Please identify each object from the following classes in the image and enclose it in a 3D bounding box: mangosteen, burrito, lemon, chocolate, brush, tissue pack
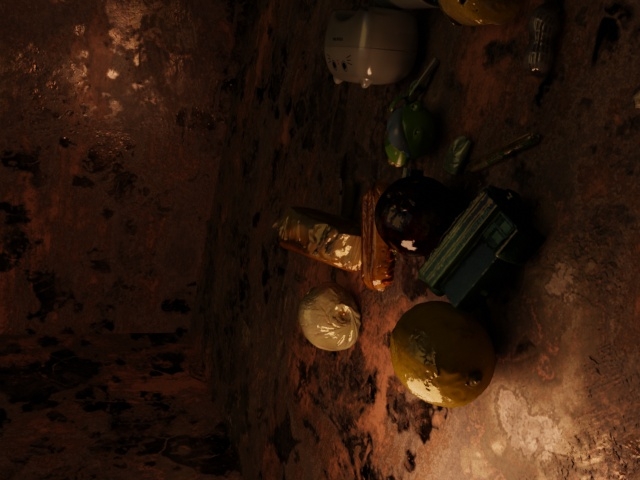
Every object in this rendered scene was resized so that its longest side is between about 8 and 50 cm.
[{"bbox_3d":[0.274,-0.054,1.835,0.289,0.231,0.231,50,-150,-65],"label":"mangosteen"},{"bbox_3d":[0.373,-0.237,1.797,0.074,0.044,0.118,-116,34,-52],"label":"burrito"},{"bbox_3d":[0.302,0.282,1.649,0.284,0.260,0.260,47,130,37],"label":"lemon"},{"bbox_3d":[0.509,-0.462,1.508,0.072,0.072,0.167,-150,64,-62],"label":"chocolate"},{"bbox_3d":[0.086,-0.084,2.372,0.072,0.067,0.313,-105,17,-59],"label":"brush"},{"bbox_3d":[0.154,-0.606,2.075,0.333,0.229,0.236,-144,54,-62],"label":"tissue pack"}]

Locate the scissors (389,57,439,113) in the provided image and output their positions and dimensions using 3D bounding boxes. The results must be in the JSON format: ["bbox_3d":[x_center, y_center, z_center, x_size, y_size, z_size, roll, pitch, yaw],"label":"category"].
[{"bbox_3d":[0.288,-0.455,1.965,0.204,0.101,0.027,-57,48,25],"label":"scissors"}]

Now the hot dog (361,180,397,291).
[{"bbox_3d":[0.193,-0.015,2.059,0.158,0.117,0.349,134,137,-77],"label":"hot dog"}]

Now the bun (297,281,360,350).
[{"bbox_3d":[0.045,0.251,2.254,0.153,0.243,0.244,-32,58,48],"label":"bun"}]

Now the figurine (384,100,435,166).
[{"bbox_3d":[0.256,-0.309,1.955,0.263,0.143,0.162,119,155,-72],"label":"figurine"}]

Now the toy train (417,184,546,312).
[{"bbox_3d":[0.384,0.032,1.579,0.330,0.138,0.178,-56,41,25],"label":"toy train"}]

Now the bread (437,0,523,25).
[{"bbox_3d":[0.401,-0.627,1.644,0.170,0.197,0.197,-155,70,-76],"label":"bread"}]

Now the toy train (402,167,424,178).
[{"bbox_3d":[0.266,-0.102,1.993,0.051,0.052,0.234,-152,67,-65],"label":"toy train"}]

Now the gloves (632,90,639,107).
[{"bbox_3d":[0.632,-0.280,1.265,0.081,0.037,0.044,-8,106,54],"label":"gloves"}]

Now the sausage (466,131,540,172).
[{"bbox_3d":[0.450,-0.217,1.643,0.269,0.032,0.033,-26,64,61],"label":"sausage"}]

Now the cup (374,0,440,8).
[{"bbox_3d":[0.265,-0.776,1.896,0.312,0.205,0.205,-144,61,-61],"label":"cup"}]

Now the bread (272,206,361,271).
[{"bbox_3d":[0.012,0.001,2.270,0.388,0.236,0.183,28,111,55],"label":"bread"}]
